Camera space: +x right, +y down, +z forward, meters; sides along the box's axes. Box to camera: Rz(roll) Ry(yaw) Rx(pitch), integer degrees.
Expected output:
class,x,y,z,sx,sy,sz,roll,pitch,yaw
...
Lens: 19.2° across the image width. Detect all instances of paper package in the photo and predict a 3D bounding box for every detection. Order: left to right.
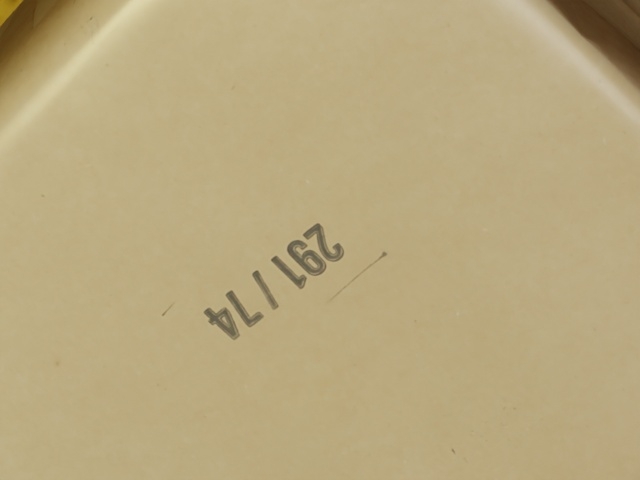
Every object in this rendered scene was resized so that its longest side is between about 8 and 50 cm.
class,x,y,z,sx,sy,sz,roll,pitch,yaw
paper package,0.000,0.000,0.786,0.309,0.168,0.325,41,110,-16
